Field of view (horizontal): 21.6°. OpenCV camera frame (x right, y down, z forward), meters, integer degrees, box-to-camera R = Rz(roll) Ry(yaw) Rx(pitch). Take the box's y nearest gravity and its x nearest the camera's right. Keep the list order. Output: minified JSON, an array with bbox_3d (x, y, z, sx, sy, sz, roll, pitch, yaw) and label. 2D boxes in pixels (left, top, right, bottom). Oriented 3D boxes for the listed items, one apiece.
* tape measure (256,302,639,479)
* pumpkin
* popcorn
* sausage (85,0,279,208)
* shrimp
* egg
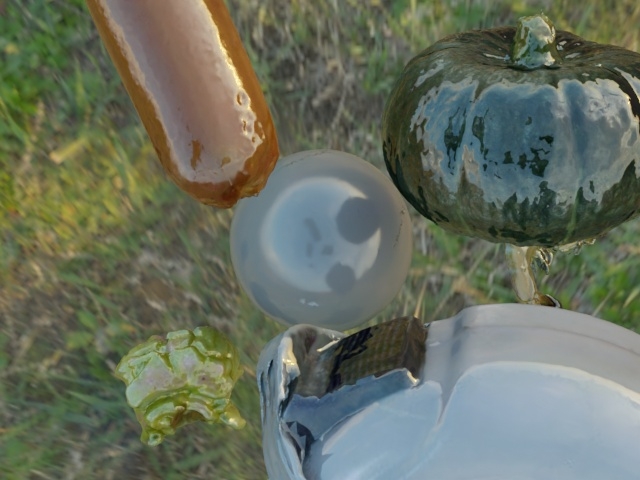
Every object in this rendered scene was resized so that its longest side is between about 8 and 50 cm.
[{"bbox_3d":[0.063,0.119,0.601,0.236,0.120,0.197,15,112,2],"label":"tape measure"},{"bbox_3d":[0.148,-0.082,1.178,0.211,0.212,0.152,2,124,-1],"label":"pumpkin"},{"bbox_3d":[-0.112,0.117,1.371,0.097,0.109,0.089,-32,49,28],"label":"popcorn"},{"bbox_3d":[-0.084,-0.112,0.976,0.076,0.076,0.198,-25,85,-2],"label":"sausage"},{"bbox_3d":[0.276,0.027,1.920,0.034,0.178,0.124,-13,80,45],"label":"shrimp"},{"bbox_3d":[0.000,0.000,1.339,0.146,0.199,0.147,-1,98,-6],"label":"egg"}]
